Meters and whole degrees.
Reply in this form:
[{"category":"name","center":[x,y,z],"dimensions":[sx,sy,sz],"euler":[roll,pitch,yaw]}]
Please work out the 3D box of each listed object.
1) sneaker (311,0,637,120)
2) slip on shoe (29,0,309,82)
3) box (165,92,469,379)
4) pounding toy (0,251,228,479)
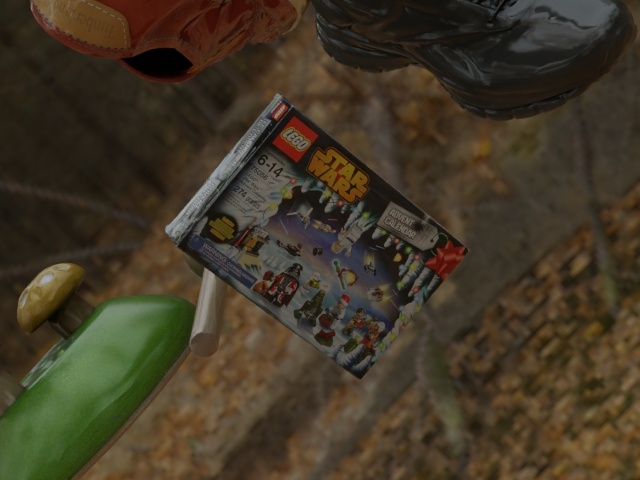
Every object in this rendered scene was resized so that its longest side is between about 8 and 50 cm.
[{"category":"sneaker","center":[0.085,-0.170,1.186],"dimensions":[0.286,0.130,0.109],"euler":[16,61,39]},{"category":"slip on shoe","center":[-0.086,-0.143,0.974],"dimensions":[0.101,0.123,0.331],"euler":[-64,-6,7]},{"category":"box","center":[0.000,0.000,0.894],"dimensions":[0.094,0.137,0.027],"euler":[-51,28,4]},{"category":"pounding toy","center":[-0.155,0.062,1.067],"dimensions":[0.237,0.110,0.183],"euler":[-43,9,24]}]
